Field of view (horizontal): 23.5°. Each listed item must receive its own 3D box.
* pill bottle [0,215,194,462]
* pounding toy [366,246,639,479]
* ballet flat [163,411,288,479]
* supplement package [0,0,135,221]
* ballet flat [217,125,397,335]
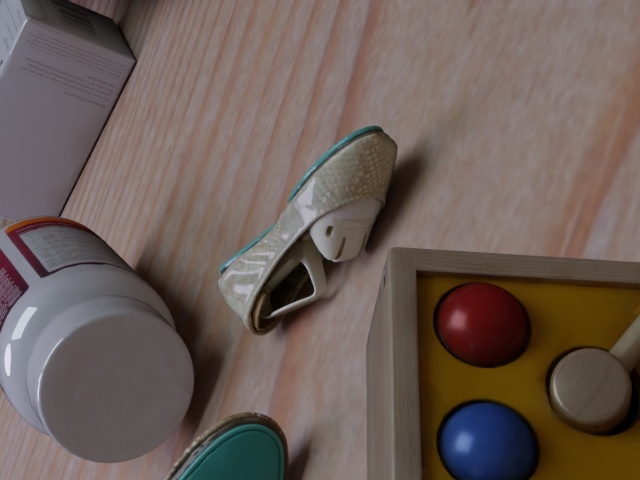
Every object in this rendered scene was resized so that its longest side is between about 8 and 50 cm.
[{"bbox_3d":[-0.167,0.064,1.043,0.121,0.121,0.221,-67,27,5],"label":"pill bottle"},{"bbox_3d":[0.092,0.054,0.573,0.100,0.141,0.130,99,173,-56],"label":"pounding toy"},{"bbox_3d":[-0.078,0.186,0.858,0.206,0.073,0.067,-65,12,1],"label":"ballet flat"},{"bbox_3d":[-0.255,-0.118,1.351,0.179,0.105,0.105,-61,30,17],"label":"supplement package"},{"bbox_3d":[0.000,0.000,0.872,0.168,0.057,0.052,-46,63,45],"label":"ballet flat"}]
